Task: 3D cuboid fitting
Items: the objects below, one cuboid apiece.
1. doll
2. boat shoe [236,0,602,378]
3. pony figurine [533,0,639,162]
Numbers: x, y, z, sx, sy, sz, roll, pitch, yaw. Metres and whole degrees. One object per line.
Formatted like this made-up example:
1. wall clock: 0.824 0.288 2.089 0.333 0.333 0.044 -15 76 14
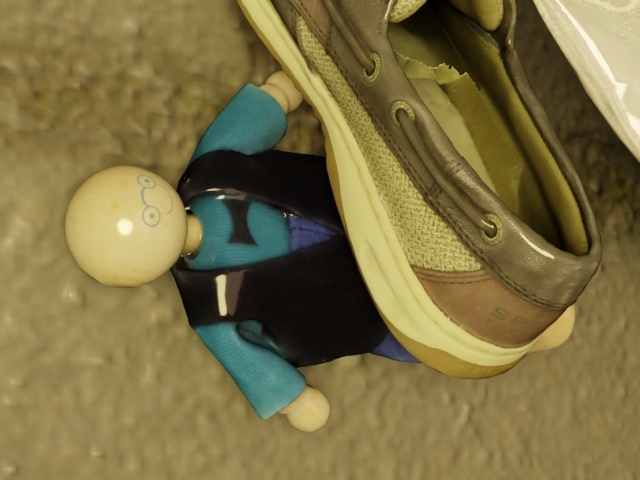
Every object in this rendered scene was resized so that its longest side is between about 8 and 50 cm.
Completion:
1. doll: 0.000 0.000 0.460 0.189 0.046 0.129 4 69 -36
2. boat shoe: 0.030 -0.068 0.442 0.080 0.073 0.223 -2 63 -41
3. pony figurine: 0.249 -0.044 0.493 0.303 0.363 0.351 -22 87 -54
